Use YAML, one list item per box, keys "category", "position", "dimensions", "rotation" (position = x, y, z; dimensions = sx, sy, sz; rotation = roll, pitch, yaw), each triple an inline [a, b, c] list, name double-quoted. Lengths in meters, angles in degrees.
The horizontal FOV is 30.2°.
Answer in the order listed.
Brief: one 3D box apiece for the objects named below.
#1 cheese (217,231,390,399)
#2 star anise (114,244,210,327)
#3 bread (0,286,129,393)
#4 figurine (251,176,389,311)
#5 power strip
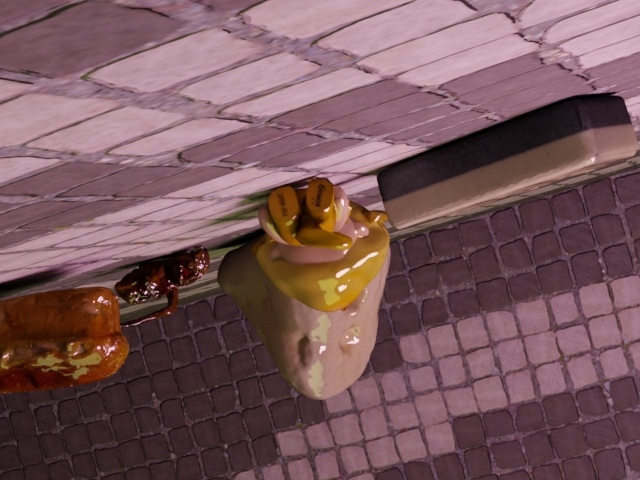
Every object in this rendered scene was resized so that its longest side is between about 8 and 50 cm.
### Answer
- category: "cheese"
  position: [0.003, 0.071, 1.595]
  dimensions: [0.173, 0.251, 0.248]
  rotation: [-15, 161, -34]
- category: "star anise"
  position: [-0.211, 0.062, 1.511]
  dimensions: [0.097, 0.070, 0.190]
  rotation: [-4, -161, 47]
- category: "bread"
  position: [-0.404, 0.130, 1.307]
  dimensions: [0.380, 0.109, 0.185]
  rotation: [-9, 178, -5]
- category: "figurine"
  position: [0.000, 0.000, 1.217]
  dimensions: [0.156, 0.131, 0.246]
  rotation: [-14, 163, 7]
- category: "power strip"
  position: [0.177, -0.073, 1.175]
  dimensions: [0.256, 0.070, 0.105]
  rotation: [-17, 176, 40]
